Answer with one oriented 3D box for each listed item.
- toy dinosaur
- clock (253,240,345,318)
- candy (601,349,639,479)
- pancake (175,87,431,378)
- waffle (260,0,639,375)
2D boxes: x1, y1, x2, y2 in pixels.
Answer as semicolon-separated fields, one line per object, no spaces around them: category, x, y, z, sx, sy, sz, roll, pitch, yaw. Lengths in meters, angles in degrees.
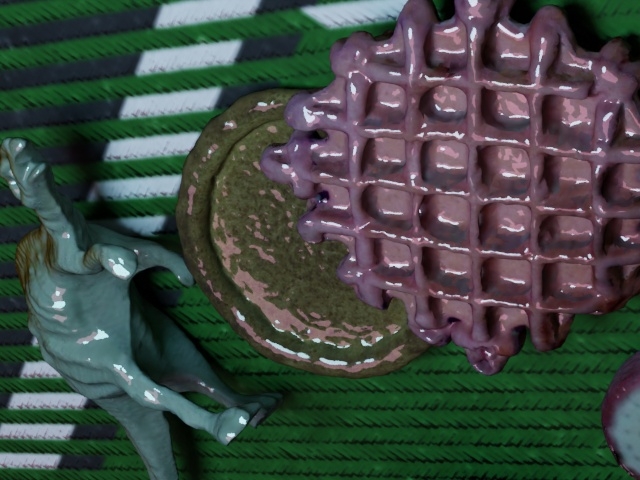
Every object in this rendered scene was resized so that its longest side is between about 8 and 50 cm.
toy dinosaur;-0.116;0.091;1.313;0.205;0.092;0.393;26;147;19
clock;-0.017;0.030;1.249;0.085;0.017;0.085;18;133;20
candy;0.214;0.106;1.144;0.103;0.043;0.103;18;134;20
pancake;0.001;-0.001;1.191;0.199;0.021;0.199;10;122;17
waffle;0.091;-0.035;1.084;0.221;0.055;0.234;44;125;-11
